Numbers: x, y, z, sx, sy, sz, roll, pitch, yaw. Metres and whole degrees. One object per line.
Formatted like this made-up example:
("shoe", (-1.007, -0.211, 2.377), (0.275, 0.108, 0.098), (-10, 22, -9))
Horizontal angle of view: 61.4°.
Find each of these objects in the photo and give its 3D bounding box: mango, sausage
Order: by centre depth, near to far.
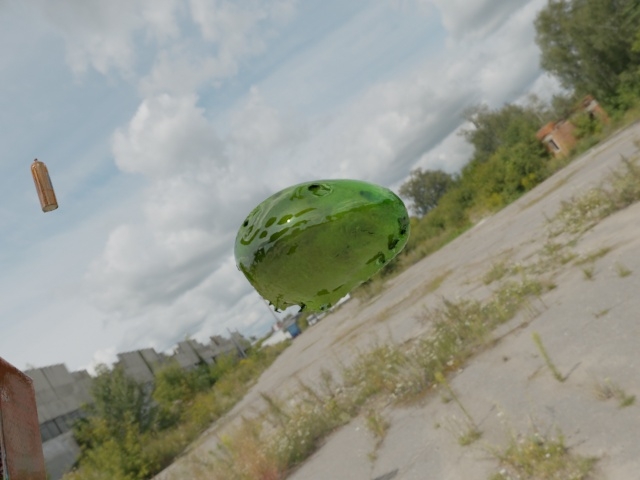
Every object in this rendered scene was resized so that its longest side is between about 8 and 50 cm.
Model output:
("mango", (0.000, -0.001, 0.511), (0.178, 0.119, 0.100), (-23, 36, 26))
("sausage", (-0.516, -0.106, 1.004), (0.031, 0.107, 0.031), (-22, -14, -6))

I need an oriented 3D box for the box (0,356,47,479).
("box", (-0.609, 0.397, 1.029), (0.089, 0.313, 0.197), (-16, -26, -15))
